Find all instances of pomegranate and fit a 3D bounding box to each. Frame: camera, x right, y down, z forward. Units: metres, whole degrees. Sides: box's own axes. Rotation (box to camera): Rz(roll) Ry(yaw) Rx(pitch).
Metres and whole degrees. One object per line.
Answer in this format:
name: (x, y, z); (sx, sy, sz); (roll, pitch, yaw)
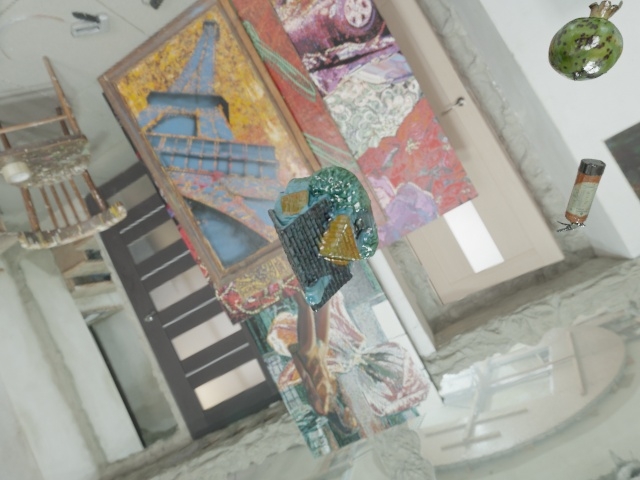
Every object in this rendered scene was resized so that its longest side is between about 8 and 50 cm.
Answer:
pomegranate: (0.496, -0.371, 0.795); (0.162, 0.122, 0.122); (-65, 166, 10)

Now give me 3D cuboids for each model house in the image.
model house: (0.000, 0.000, 1.009); (0.225, 0.262, 0.241); (-11, -151, 21)

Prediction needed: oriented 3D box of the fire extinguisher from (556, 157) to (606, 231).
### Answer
fire extinguisher: (0.577, -0.093, 0.962); (0.062, 0.177, 0.050); (8, -147, 13)
